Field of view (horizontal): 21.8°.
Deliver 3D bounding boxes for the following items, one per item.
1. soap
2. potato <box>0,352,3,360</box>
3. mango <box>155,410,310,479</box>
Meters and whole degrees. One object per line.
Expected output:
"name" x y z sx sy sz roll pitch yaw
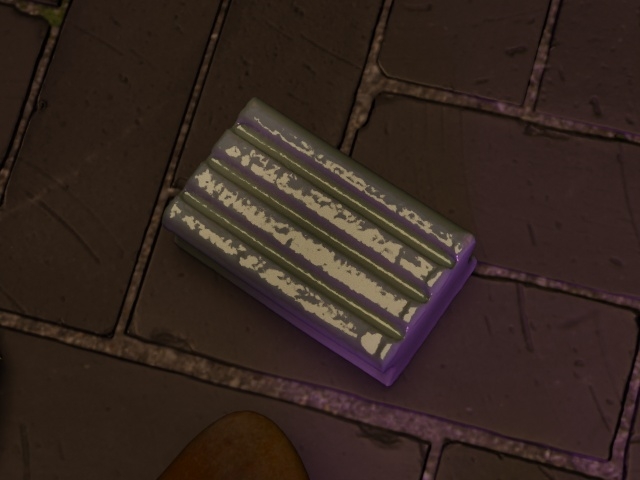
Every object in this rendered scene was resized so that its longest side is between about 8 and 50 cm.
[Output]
"soap" 0.000 0.000 1.604 0.265 0.087 0.160 33 78 15
"potato" -0.371 0.163 1.589 0.117 0.090 0.225 9 66 15
"mango" -0.123 0.332 1.450 0.221 0.199 0.384 20 74 11
